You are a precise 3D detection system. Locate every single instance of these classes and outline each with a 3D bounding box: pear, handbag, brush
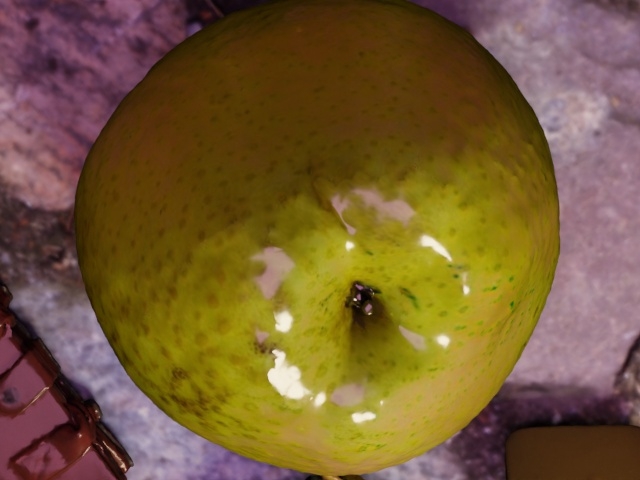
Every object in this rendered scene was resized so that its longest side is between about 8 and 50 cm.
[{"bbox_3d":[0.000,0.000,1.399,0.391,0.391,0.391,0,102,1],"label":"pear"},{"bbox_3d":[-0.333,0.174,1.589,0.275,0.084,0.260,-34,97,7],"label":"handbag"},{"bbox_3d":[0.217,0.247,1.548,0.123,0.197,0.059,-3,143,3],"label":"brush"}]

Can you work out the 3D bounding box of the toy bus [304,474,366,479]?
[{"bbox_3d":[-0.048,0.339,1.596,0.121,0.123,0.335,35,100,-5],"label":"toy bus"}]
